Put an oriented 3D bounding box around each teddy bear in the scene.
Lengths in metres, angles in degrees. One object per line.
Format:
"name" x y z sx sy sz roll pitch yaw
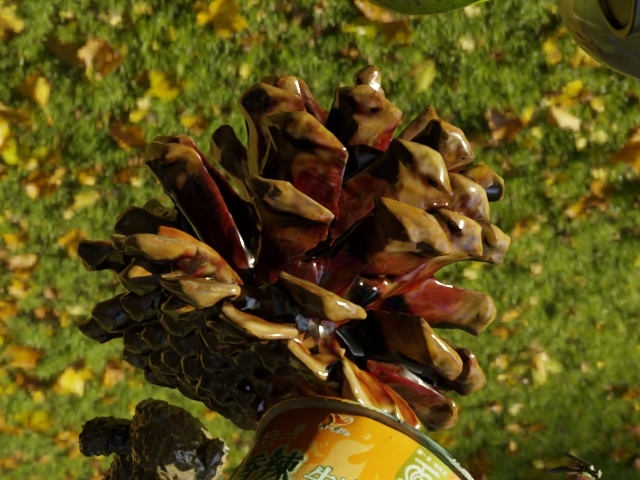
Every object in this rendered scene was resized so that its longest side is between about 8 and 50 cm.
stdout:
"teddy bear" -0.166 0.235 1.098 0.182 0.129 0.251 20 141 -9

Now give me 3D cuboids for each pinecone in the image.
"pinecone" 0.000 0.000 0.931 0.384 0.384 0.384 -2 148 -1

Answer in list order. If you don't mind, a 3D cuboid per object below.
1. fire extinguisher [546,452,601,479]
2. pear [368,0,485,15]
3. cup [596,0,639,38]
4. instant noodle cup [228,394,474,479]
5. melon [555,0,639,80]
"fire extinguisher" 0.383 0.426 1.656 0.099 0.231 0.071 -5 130 32
"pear" 0.137 -0.386 1.233 0.292 0.159 0.292 4 107 14
"cup" 0.369 -0.261 1.027 0.177 0.239 0.166 -13 -172 2
"instant noodle cup" -0.006 0.248 0.735 0.230 0.182 0.230 21 131 27
"melon" 0.454 -0.329 1.358 0.330 0.269 0.268 6 150 -42
